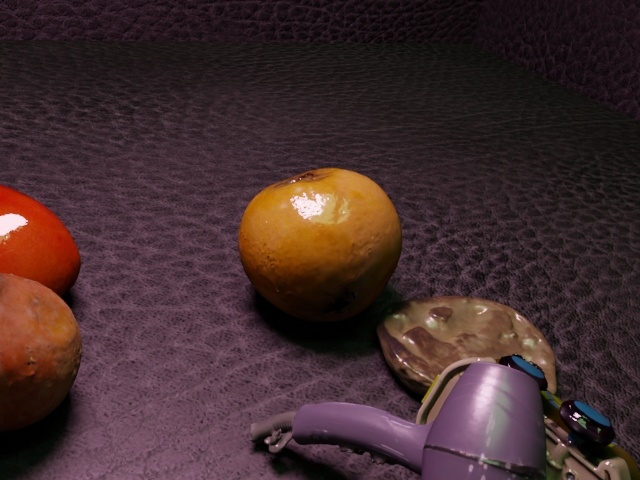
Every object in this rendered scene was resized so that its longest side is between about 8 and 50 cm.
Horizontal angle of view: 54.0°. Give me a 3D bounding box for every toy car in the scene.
[{"bbox_3d":[0.260,0.256,0.763,0.198,0.204,0.248,11,21,-49],"label":"toy car"}]

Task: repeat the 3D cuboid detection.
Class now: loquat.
[{"bbox_3d":[0.000,0.000,1.009,0.263,0.263,0.263,7,31,-4],"label":"loquat"}]

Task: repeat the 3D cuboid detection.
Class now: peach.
[{"bbox_3d":[-0.391,0.120,0.730,0.232,0.232,0.232,7,31,-4],"label":"peach"}]

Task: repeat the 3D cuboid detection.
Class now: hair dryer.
[{"bbox_3d":[0.054,0.267,0.693,0.361,0.121,0.301,4,66,40],"label":"hair dryer"}]

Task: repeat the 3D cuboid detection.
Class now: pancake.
[{"bbox_3d":[0.227,0.172,0.984,0.294,0.049,0.294,10,30,-6],"label":"pancake"}]

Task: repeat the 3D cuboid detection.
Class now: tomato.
[{"bbox_3d":[-0.489,0.019,0.912,0.260,0.180,0.260,0,30,0],"label":"tomato"}]
